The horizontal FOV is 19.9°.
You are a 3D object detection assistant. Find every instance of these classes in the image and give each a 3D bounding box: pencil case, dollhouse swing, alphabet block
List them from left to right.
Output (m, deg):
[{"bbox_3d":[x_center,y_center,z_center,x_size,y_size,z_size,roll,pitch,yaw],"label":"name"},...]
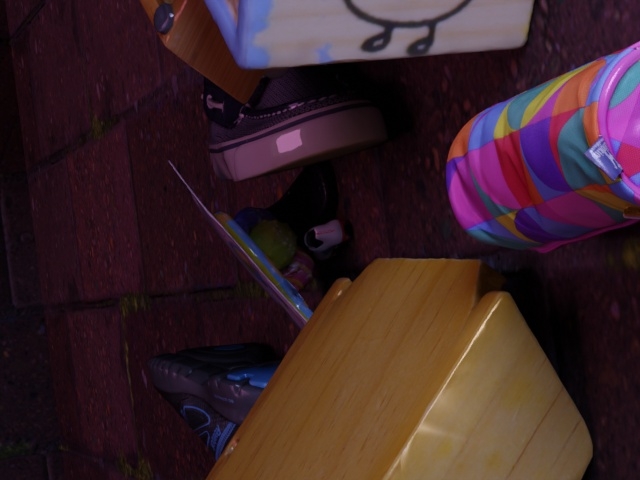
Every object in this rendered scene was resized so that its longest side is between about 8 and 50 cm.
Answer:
[{"bbox_3d":[0.023,-0.239,1.171,0.193,0.197,0.192,-116,24,-46],"label":"alphabet block"},{"bbox_3d":[0.108,0.226,1.317,0.315,0.305,0.347,-57,14,-10],"label":"dollhouse swing"},{"bbox_3d":[0.150,-0.047,1.010,0.236,0.104,0.104,166,97,-74],"label":"pencil case"}]

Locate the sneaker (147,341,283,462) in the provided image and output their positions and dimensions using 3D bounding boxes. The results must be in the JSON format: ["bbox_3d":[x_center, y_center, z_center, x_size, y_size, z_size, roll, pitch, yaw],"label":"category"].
[{"bbox_3d":[-0.090,0.181,1.822,0.341,0.125,0.139,-167,69,-73],"label":"sneaker"}]

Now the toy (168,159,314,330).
[{"bbox_3d":[-0.034,0.024,1.608,0.237,0.056,0.137,52,175,24],"label":"toy"}]

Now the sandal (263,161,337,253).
[{"bbox_3d":[-0.020,-0.014,1.679,0.179,0.040,0.067,-44,59,51],"label":"sandal"}]

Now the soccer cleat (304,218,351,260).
[{"bbox_3d":[0.000,0.000,1.608,0.083,0.036,0.029,141,121,-70],"label":"soccer cleat"}]

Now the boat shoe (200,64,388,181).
[{"bbox_3d":[-0.044,-0.138,1.533,0.340,0.127,0.158,180,76,-73],"label":"boat shoe"}]

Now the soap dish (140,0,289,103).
[{"bbox_3d":[-0.056,-0.287,1.391,0.291,0.118,0.229,-60,40,30],"label":"soap dish"}]
